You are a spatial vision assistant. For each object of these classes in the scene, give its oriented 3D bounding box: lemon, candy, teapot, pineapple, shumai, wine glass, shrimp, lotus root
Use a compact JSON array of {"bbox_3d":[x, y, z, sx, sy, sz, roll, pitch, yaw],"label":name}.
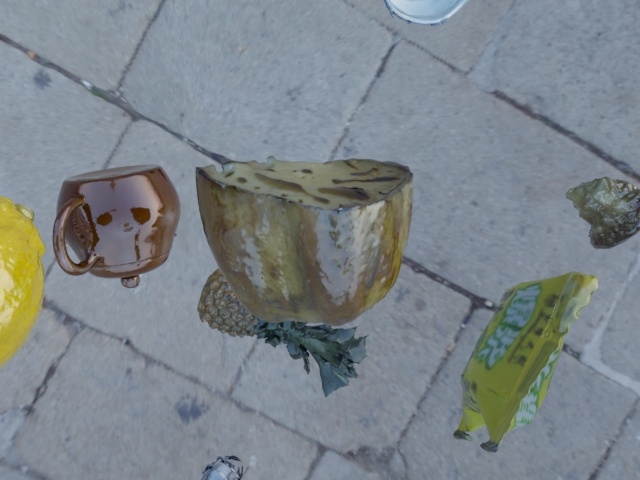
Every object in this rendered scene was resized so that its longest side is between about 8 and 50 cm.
[{"bbox_3d":[-0.238,0.035,0.586,0.114,0.114,0.155,39,65,-10],"label":"lemon"},{"bbox_3d":[0.188,0.123,0.926,0.081,0.297,0.187,27,81,3],"label":"candy"},{"bbox_3d":[-0.181,-0.008,0.831,0.116,0.173,0.116,6,105,22],"label":"teapot"},{"bbox_3d":[-0.063,0.145,1.492,0.277,0.119,0.130,24,89,17],"label":"pineapple"},{"bbox_3d":[0.420,-0.048,1.267,0.123,0.139,0.105,-29,105,-15],"label":"shumai"},{"bbox_3d":[0.134,-0.428,1.389,0.165,0.196,0.165,-8,123,-13],"label":"wine glass"},{"bbox_3d":[-0.143,0.351,1.385,0.056,0.165,0.065,44,98,7],"label":"shrimp"},{"bbox_3d":[0.000,0.002,0.676,0.159,0.095,0.135,-13,119,-10],"label":"lotus root"}]
